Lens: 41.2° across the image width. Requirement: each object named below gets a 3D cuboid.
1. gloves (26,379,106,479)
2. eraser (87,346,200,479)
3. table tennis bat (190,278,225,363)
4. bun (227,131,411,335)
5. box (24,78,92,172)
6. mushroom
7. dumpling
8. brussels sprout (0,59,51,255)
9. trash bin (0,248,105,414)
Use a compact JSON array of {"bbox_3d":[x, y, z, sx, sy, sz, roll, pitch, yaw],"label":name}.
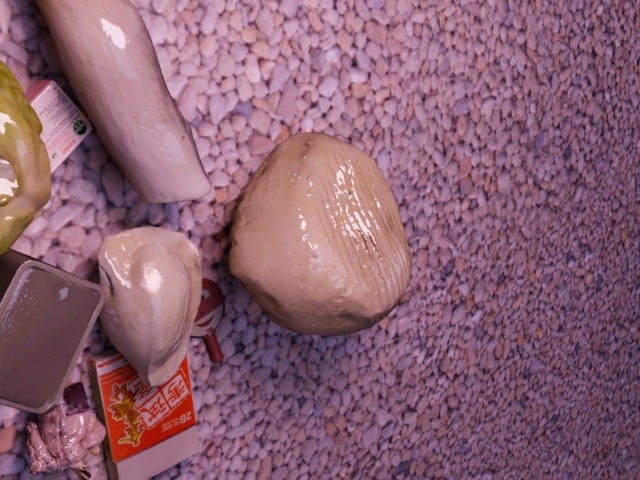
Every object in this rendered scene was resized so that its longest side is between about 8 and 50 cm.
[{"bbox_3d":[-0.373,0.273,1.225,0.110,0.094,0.144,41,49,-67],"label":"gloves"},{"bbox_3d":[-0.276,0.265,1.353,0.157,0.038,0.230,-20,114,-39],"label":"eraser"},{"bbox_3d":[-0.192,0.135,1.412,0.098,0.019,0.155,-33,120,-33],"label":"table tennis bat"},{"bbox_3d":[0.000,0.000,1.389,0.326,0.234,0.362,48,37,-15],"label":"bun"},{"bbox_3d":[-0.377,-0.142,1.134,0.125,0.043,0.089,-52,131,-21],"label":"box"},{"bbox_3d":[-0.271,-0.228,1.138,0.126,0.177,0.397,-22,126,3],"label":"mushroom"},{"bbox_3d":[-0.240,0.090,1.273,0.179,0.131,0.252,-38,119,-49],"label":"dumpling"},{"bbox_3d":[-0.463,-0.098,0.906,0.328,0.247,0.328,-2,94,-35],"label":"brussels sprout"},{"bbox_3d":[-0.397,0.084,1.041,0.122,0.240,0.164,31,81,-45],"label":"trash bin"}]
